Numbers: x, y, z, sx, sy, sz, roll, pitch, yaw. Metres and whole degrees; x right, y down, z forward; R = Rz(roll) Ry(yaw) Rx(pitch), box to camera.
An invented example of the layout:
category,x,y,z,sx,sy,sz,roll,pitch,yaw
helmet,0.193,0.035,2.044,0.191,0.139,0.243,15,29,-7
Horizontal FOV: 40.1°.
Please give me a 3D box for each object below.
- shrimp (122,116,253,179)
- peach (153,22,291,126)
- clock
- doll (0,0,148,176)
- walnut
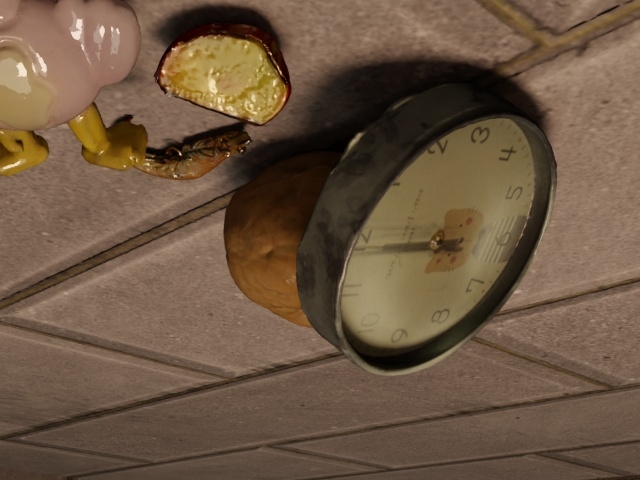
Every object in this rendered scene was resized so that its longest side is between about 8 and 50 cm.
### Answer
category,x,y,z,sx,sy,sz,roll,pitch,yaw
shrimp,-0.113,-0.076,0.705,0.127,0.025,0.091,-11,153,33
peach,-0.063,-0.112,0.582,0.083,0.050,0.077,-16,129,16
clock,0.085,-0.003,0.647,0.049,0.226,0.226,37,-177,40
doll,-0.190,-0.149,0.455,0.160,0.094,0.365,-3,157,3
walnut,0.000,0.000,0.729,0.166,0.149,0.166,2,-176,0
